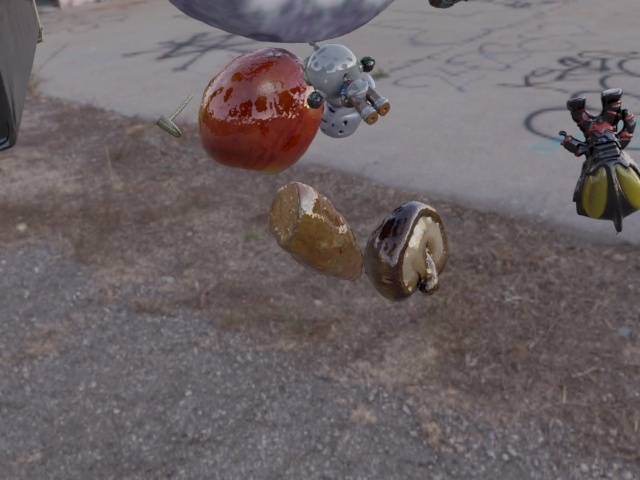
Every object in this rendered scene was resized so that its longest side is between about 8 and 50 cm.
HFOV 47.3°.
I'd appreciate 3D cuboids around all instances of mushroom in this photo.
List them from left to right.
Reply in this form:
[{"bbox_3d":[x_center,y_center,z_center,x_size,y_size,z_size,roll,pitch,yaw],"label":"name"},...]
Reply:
[{"bbox_3d":[0.171,0.022,1.499,0.138,0.194,0.231,-13,1,38],"label":"mushroom"}]

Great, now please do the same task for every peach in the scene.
[{"bbox_3d":[-0.128,-0.275,1.539,0.280,0.281,0.238,10,3,32],"label":"peach"}]

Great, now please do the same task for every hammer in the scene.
[{"bbox_3d":[-0.312,-0.289,1.653,0.060,0.028,0.195,36,31,-12],"label":"hammer"}]

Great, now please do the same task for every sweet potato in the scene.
[{"bbox_3d":[0.000,0.000,1.007,0.097,0.097,0.252,6,-20,25],"label":"sweet potato"}]

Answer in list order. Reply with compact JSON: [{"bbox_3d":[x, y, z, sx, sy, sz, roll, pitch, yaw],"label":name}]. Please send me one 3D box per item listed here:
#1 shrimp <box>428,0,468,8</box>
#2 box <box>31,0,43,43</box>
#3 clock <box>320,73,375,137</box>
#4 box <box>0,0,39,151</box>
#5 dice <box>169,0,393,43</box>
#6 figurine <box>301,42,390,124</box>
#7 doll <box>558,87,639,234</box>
[{"bbox_3d":[0.264,-0.456,1.284,0.232,0.079,0.090,-22,23,-39],"label":"shrimp"},{"bbox_3d":[-0.621,-0.504,1.503,0.029,0.109,0.198,-35,-9,-21],"label":"box"},{"bbox_3d":[0.039,-0.317,1.708,0.117,0.176,0.080,4,46,-29],"label":"clock"},{"bbox_3d":[-0.414,-0.262,0.713,0.204,0.251,0.345,-8,34,-12],"label":"box"},{"bbox_3d":[-0.041,-0.379,0.727,0.270,0.270,0.271,-17,57,-38],"label":"dice"},{"bbox_3d":[0.043,-0.276,1.291,0.147,0.093,0.197,-36,72,-9],"label":"figurine"},{"bbox_3d":[0.485,-0.128,1.242,0.127,0.249,0.088,2,21,43],"label":"doll"}]
